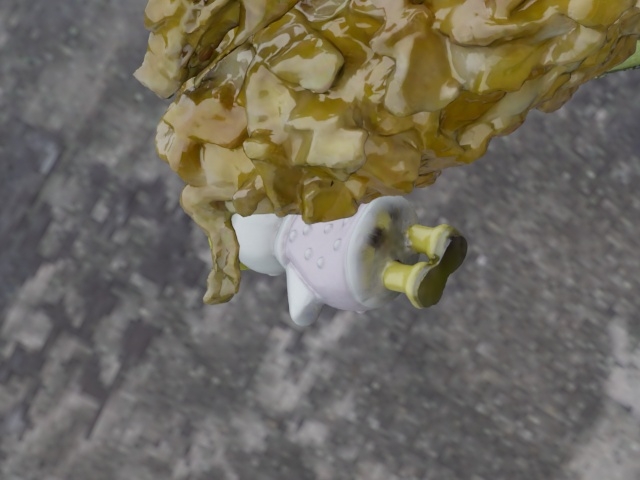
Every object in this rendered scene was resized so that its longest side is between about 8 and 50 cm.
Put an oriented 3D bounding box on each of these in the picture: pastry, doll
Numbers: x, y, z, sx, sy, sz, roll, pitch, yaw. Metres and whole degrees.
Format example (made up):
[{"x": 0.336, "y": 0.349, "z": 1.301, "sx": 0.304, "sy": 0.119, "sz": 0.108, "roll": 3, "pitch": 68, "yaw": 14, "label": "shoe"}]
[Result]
[{"x": 0.043, "y": -0.081, "z": 0.631, "sx": 0.250, "sy": 0.154, "sz": 0.102, "roll": -31, "pitch": 86, "yaw": 7, "label": "pastry"}, {"x": 0.000, "y": 0.000, "z": 1.320, "sx": 0.207, "sy": 0.081, "sz": 0.129, "roll": 12, "pitch": 62, "yaw": 39, "label": "doll"}]

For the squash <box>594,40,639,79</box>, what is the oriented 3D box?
[{"x": 0.228, "y": -0.146, "z": 1.150, "sx": 0.200, "sy": 0.075, "sz": 0.090, "roll": 0, "pitch": 55, "yaw": 24, "label": "squash"}]
